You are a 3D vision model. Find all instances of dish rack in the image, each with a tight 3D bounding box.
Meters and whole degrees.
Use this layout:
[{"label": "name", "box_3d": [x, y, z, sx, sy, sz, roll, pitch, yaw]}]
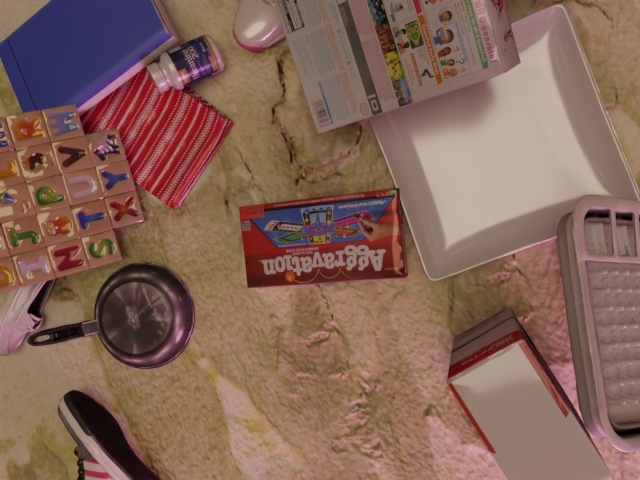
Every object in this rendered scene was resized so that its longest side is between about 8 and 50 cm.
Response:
[{"label": "dish rack", "box_3d": [0.440, 0.111, 0.850, 0.285, 0.072, 0.333, 4, 76, -31]}]

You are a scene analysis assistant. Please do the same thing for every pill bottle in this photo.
[{"label": "pill bottle", "box_3d": [-0.233, -0.301, 1.034, 0.120, 0.067, 0.067, -28, 85, -10]}]

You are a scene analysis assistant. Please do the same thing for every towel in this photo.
[{"label": "towel", "box_3d": [-0.317, -0.211, 1.088, 0.274, 0.031, 0.199, 36, 98, 8]}]

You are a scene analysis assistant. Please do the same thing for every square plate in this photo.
[{"label": "square plate", "box_3d": [0.279, -0.151, 0.966, 0.347, 0.049, 0.344, -21, 88, 11]}]

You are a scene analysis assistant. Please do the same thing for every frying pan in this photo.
[{"label": "frying pan", "box_3d": [-0.388, 0.127, 1.100, 0.326, 0.053, 0.197, 9, 92, 7]}]

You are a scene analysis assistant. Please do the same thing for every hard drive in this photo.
[{"label": "hard drive", "box_3d": [-0.422, -0.352, 1.073, 0.318, 0.040, 0.210, -31, 76, 15]}]

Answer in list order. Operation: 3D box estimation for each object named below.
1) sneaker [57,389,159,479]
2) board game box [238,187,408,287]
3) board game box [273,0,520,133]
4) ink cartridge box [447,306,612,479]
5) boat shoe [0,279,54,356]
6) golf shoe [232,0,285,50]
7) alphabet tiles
[{"label": "sneaker", "box_3d": [-0.415, 0.431, 1.075, 0.178, 0.124, 0.296, -39, 85, -1]}, {"label": "board game box", "box_3d": [0.000, 0.000, 1.008, 0.281, 0.027, 0.145, -6, 93, 20]}, {"label": "board game box", "box_3d": [0.102, -0.307, 0.865, 0.303, 0.097, 0.224, -10, 106, 36]}, {"label": "ink cartridge box", "box_3d": [0.281, 0.222, 0.854, 0.114, 0.273, 0.197, -33, 85, 12]}, {"label": "boat shoe", "box_3d": [-0.550, 0.137, 1.125, 0.063, 0.066, 0.184, 22, 85, 11]}, {"label": "golf shoe", "box_3d": [-0.049, -0.451, 0.979, 0.115, 0.140, 0.306, 41, 99, 6]}, {"label": "alphabet tiles", "box_3d": [-0.494, -0.071, 1.025, 0.342, 0.011, 0.285, -17, 99, -19]}]
